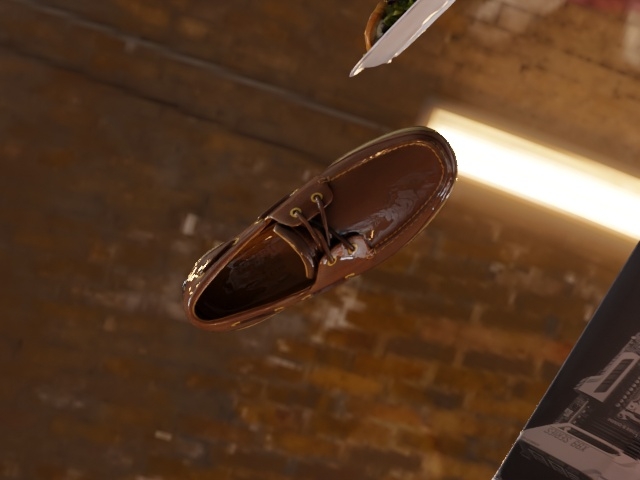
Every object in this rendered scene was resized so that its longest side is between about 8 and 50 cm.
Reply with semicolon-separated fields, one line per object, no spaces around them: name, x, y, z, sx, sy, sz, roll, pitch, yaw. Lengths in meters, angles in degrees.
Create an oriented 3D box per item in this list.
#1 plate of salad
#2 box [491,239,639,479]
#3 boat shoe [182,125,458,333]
plate of salad;0.088;-0.205;1.192;0.048;0.200;0.200;46;-149;-1
box;0.285;0.118;1.035;0.242;0.076;0.307;32;-116;11
boat shoe;-0.001;0.000;0.851;0.064;0.178;0.060;57;-168;-4
